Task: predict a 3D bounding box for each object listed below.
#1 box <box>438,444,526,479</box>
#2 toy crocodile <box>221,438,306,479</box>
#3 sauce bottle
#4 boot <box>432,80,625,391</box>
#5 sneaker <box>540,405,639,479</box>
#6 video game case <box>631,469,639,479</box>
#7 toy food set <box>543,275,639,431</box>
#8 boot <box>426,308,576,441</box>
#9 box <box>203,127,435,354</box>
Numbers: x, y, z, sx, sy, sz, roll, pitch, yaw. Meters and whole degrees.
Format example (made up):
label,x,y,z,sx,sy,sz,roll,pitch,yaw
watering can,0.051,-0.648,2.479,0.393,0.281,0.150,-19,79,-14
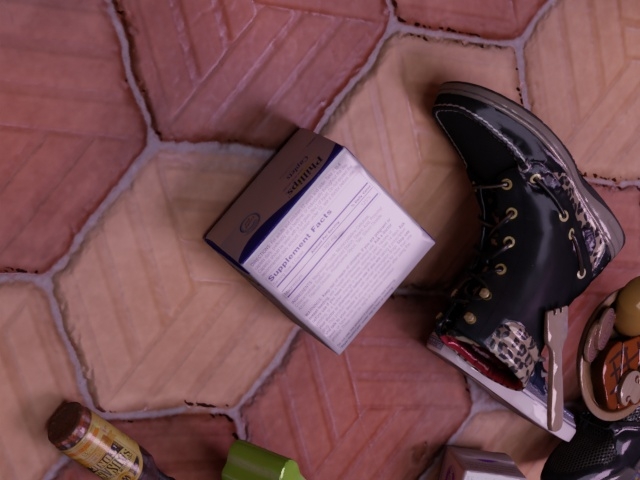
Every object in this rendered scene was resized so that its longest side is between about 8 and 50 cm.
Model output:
label,x,y,z,sx,sy,sz,roll,pitch,yaw
box,0.120,0.357,1.456,0.067,0.063,0.324,8,103,-14
toy crocodile,0.000,0.299,1.346,0.105,0.115,0.340,-46,130,-32
sauce bottle,-0.163,0.176,1.240,0.128,0.042,0.042,40,86,-35
boot,0.148,-0.002,1.303,0.236,0.085,0.179,44,69,-28
sneaker,0.290,0.151,1.482,0.227,0.087,0.130,-32,120,-21
video game case,0.362,0.259,1.531,0.143,0.157,0.019,-35,153,-15
toy food set,0.273,0.097,1.357,0.192,0.038,0.132,-17,111,-40
boot,0.186,0.109,1.408,0.190,0.069,0.086,37,84,-32
box,0.000,0.000,1.252,0.126,0.072,0.137,-49,126,-6
